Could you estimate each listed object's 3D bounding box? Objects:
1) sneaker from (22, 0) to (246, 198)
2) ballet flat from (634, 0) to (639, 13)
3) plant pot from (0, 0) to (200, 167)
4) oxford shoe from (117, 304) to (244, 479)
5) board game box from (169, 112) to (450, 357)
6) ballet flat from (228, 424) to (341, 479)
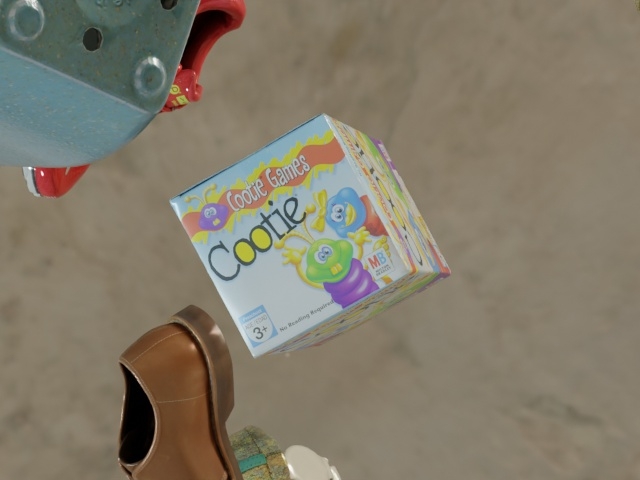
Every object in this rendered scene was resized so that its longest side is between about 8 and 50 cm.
[{"bbox_3d":[-0.171,-0.147,1.849,0.118,0.107,0.279,28,71,24],"label":"sneaker"},{"bbox_3d":[0.184,-0.083,0.865,0.080,0.232,0.073,-1,66,28],"label":"ballet flat"},{"bbox_3d":[-0.207,-0.182,1.313,0.247,0.252,0.248,23,83,-44],"label":"plant pot"},{"bbox_3d":[-0.095,0.146,1.285,0.076,0.076,0.212,-26,123,-30],"label":"oxford shoe"},{"bbox_3d":[0.000,0.000,1.643,0.144,0.275,0.142,-29,84,9],"label":"board game box"},{"bbox_3d":[-0.036,0.234,1.803,0.123,0.348,0.123,-3,76,11],"label":"ballet flat"}]
